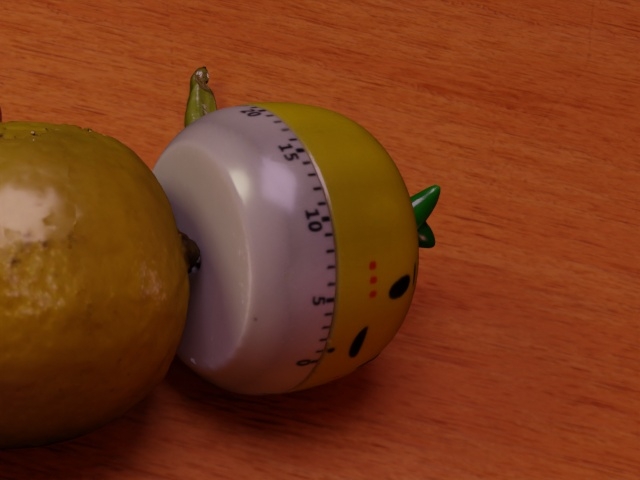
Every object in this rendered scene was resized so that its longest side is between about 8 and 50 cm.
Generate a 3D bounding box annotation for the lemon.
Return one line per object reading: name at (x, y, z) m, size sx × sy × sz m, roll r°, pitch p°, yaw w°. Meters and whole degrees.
lemon at (-0.259, 0.036, 1.383) m, size 0.297 × 0.297 × 0.297 m, roll 5°, pitch 41°, yaw -4°

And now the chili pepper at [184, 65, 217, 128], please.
chili pepper at (-0.122, -0.121, 1.767) m, size 0.043 × 0.049 × 0.208 m, roll 24°, pitch 25°, yaw -37°

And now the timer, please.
timer at (0.000, 0.000, 1.495) m, size 0.285 × 0.285 × 0.285 m, roll 5°, pitch 41°, yaw -4°

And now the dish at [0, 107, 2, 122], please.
dish at (-0.431, -0.064, 1.595) m, size 0.256 × 0.117 × 0.256 m, roll 5°, pitch 40°, yaw -4°
